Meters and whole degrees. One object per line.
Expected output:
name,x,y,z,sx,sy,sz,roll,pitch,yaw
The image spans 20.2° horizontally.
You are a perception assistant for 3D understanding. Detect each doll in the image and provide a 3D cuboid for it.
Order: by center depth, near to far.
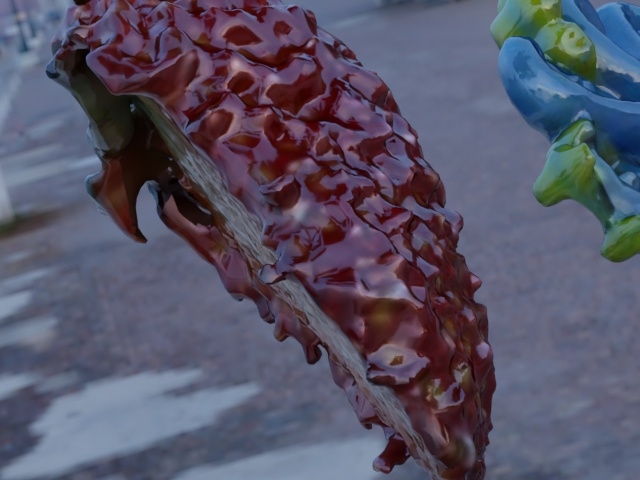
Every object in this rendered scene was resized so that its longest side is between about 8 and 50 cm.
doll,0.240,-0.025,0.964,0.099,0.341,0.346,-49,25,31

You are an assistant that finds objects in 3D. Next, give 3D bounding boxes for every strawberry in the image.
strawberry,0.003,-0.005,0.569,0.087,0.208,0.167,-40,-22,-12
